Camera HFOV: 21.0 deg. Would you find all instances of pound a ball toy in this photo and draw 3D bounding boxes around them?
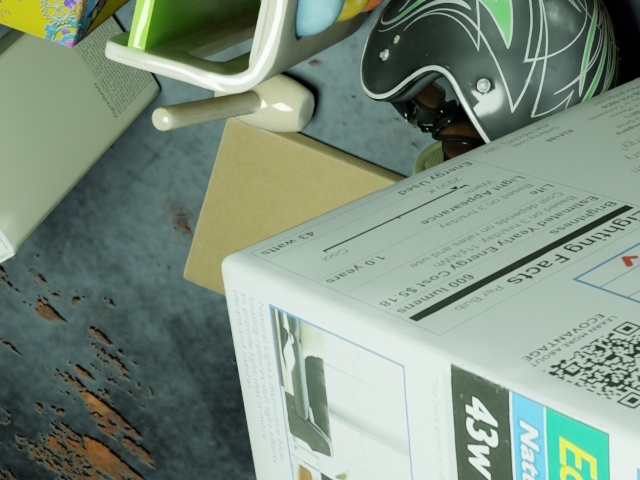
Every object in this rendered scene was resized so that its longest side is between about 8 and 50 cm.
[{"bbox_3d":[-0.032,-0.149,1.180,0.135,0.319,0.208,15,106,11],"label":"pound a ball toy"}]

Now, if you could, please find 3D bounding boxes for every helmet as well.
[{"bbox_3d":[0.128,-0.120,1.195,0.161,0.169,0.169,-1,119,44],"label":"helmet"}]

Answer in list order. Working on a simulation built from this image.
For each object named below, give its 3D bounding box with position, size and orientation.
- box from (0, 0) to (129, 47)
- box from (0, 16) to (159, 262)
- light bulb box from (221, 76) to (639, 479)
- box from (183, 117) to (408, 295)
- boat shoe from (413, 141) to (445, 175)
[{"bbox_3d":[-0.248,-0.331,1.213,0.290,0.177,0.279,20,120,8],"label":"box"},{"bbox_3d":[-0.228,-0.081,1.279,0.094,0.275,0.113,-25,107,30],"label":"box"},{"bbox_3d":[0.198,0.089,0.970,0.361,0.358,0.225,22,129,49],"label":"light bulb box"},{"bbox_3d":[0.000,0.000,1.394,0.201,0.021,0.164,23,122,7],"label":"box"},{"bbox_3d":[0.222,-0.019,1.265,0.302,0.113,0.103,3,127,23],"label":"boat shoe"}]
